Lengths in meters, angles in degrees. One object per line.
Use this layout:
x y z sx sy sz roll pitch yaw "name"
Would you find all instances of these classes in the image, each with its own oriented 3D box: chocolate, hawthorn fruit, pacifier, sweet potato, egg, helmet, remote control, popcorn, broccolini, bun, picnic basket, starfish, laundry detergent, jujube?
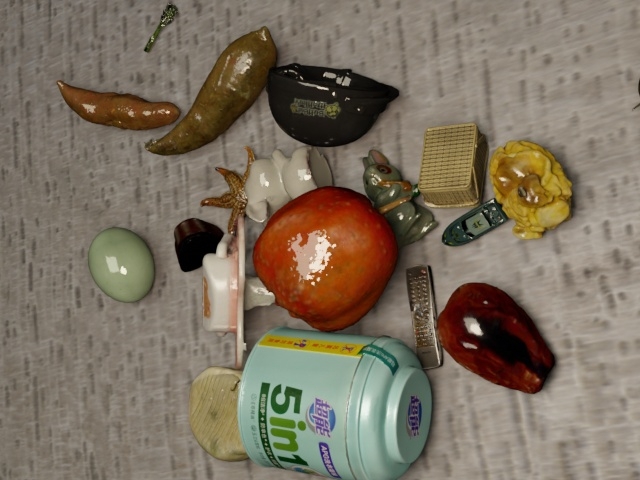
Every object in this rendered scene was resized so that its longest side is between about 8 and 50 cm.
-0.286 -0.006 1.975 0.125 0.149 0.080 -27 65 -17 "chocolate"
0.040 0.013 1.643 0.330 0.287 0.287 -38 67 5 "hawthorn fruit"
-0.150 0.111 1.831 0.273 0.220 0.332 12 110 28 "pacifier"
-0.505 -0.326 2.154 0.354 0.095 0.106 15 135 18 "sweet potato"
-0.474 0.059 2.048 0.149 0.149 0.192 -38 74 18 "egg"
0.015 -0.277 1.811 0.278 0.230 0.161 16 110 7 "helmet"
-0.241 -0.325 1.998 0.422 0.130 0.130 -43 66 22 "sweet potato"
0.211 0.155 1.742 0.059 0.028 0.212 -12 77 30 "remote control"
0.405 -0.094 1.615 0.140 0.163 0.194 -26 37 -1 "popcorn"
-0.404 -0.535 2.171 0.035 0.030 0.140 31 105 -8 "broccolini"
-0.184 0.374 1.866 0.237 0.116 0.210 23 105 36 "bun"
0.264 -0.147 1.701 0.115 0.079 0.164 -2 62 26 "picnic basket"
-0.176 -0.099 1.967 0.238 0.057 0.213 32 105 28 "starfish"
0.042 0.319 1.660 0.305 0.287 0.287 2 84 29 "laundry detergent"
0.332 0.185 1.606 0.236 0.168 0.168 38 101 9 "jujube"

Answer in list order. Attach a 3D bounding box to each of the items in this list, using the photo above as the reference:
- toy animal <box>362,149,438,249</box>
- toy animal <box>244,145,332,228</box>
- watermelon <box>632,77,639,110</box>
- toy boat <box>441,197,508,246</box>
0.133 -0.095 1.772 0.138 0.108 0.236 -47 64 16 "toy animal"
-0.071 -0.109 1.855 0.193 0.127 0.179 -26 59 19 "toy animal"
0.618 -0.274 1.545 0.133 0.105 0.105 -41 66 30 "watermelon"
0.301 -0.030 1.705 0.141 0.060 0.055 -32 94 26 "toy boat"
